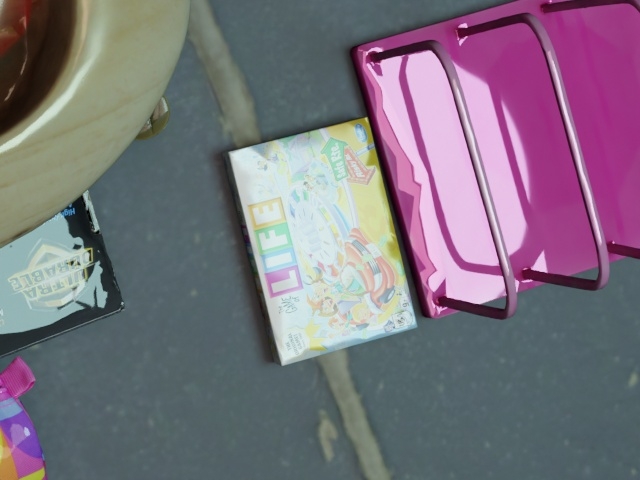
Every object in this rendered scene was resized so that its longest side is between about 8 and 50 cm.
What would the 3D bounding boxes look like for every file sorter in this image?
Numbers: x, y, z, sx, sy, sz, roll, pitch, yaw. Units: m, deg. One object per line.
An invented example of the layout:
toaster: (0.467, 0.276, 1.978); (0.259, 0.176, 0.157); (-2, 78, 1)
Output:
file sorter: (0.204, -0.078, 1.243); (0.290, 0.182, 0.202); (-17, 96, -14)

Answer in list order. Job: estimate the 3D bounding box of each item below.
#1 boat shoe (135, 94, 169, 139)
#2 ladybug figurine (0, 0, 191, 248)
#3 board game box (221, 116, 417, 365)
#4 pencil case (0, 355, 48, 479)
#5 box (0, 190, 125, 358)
boat shoe: (-0.155, -0.133, 1.224); (0.056, 0.048, 0.153); (-40, 94, 2)
ladybug figurine: (-0.294, -0.117, 1.013); (0.449, 0.162, 0.305); (-16, 97, -26)
board game box: (0.000, 0.000, 1.273); (0.103, 0.026, 0.154); (-16, 96, -13)
pencil case: (-0.289, 0.154, 1.150); (0.236, 0.104, 0.104); (-23, 97, -21)
box: (-0.303, -0.044, 1.137); (0.295, 0.073, 0.293); (-22, 100, -25)
